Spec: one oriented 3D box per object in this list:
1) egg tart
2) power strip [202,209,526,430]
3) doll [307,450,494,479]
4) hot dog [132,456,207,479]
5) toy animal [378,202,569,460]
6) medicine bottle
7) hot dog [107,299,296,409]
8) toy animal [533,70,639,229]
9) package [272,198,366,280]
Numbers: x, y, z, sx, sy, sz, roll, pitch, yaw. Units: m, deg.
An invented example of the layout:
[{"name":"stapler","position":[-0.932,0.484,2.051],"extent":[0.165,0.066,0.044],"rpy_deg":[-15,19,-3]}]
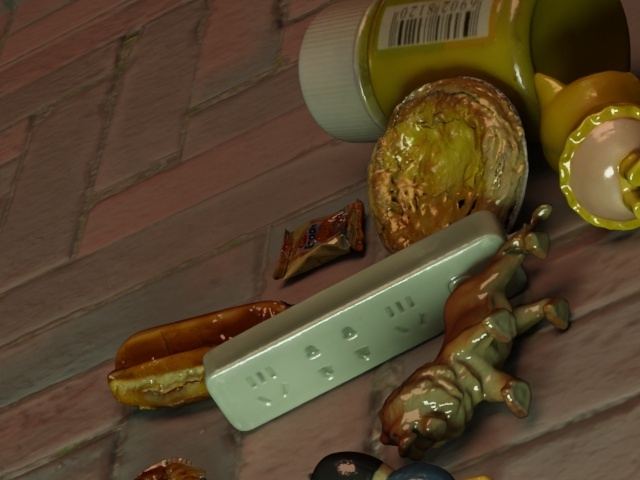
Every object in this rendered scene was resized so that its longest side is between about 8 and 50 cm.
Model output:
[{"name":"egg tart","position":[0.153,-0.071,2.095],"extent":[0.234,0.094,0.234],"rpy_deg":[-12,74,44]},{"name":"power strip","position":[0.056,0.084,1.998],"extent":[0.385,0.091,0.062],"rpy_deg":[-28,28,9]},{"name":"doll","position":[0.068,0.240,1.726],"extent":[0.179,0.089,0.102],"rpy_deg":[11,45,23]},{"name":"hot dog","position":[-0.154,0.281,1.927],"extent":[0.099,0.053,0.192],"rpy_deg":[-31,28,-5]},{"name":"toy animal","position":[0.151,0.104,1.858],"extent":[0.158,0.097,0.312],"rpy_deg":[-22,25,35]},{"name":"medicine bottle","position":[0.167,-0.221,2.257],"extent":[0.384,0.224,0.224],"rpy_deg":[-2,39,47]},{"name":"hot dog","position":[-0.133,0.136,2.137],"extent":[0.269,0.072,0.115],"rpy_deg":[-13,31,33]},{"name":"toy animal","position":[0.305,-0.092,1.969],"extent":[0.156,0.156,0.230],"rpy_deg":[-33,24,-1]},{"name":"package","position":[0.002,-0.001,2.274],"extent":[0.121,0.031,0.108],"rpy_deg":[-22,27,22]}]
